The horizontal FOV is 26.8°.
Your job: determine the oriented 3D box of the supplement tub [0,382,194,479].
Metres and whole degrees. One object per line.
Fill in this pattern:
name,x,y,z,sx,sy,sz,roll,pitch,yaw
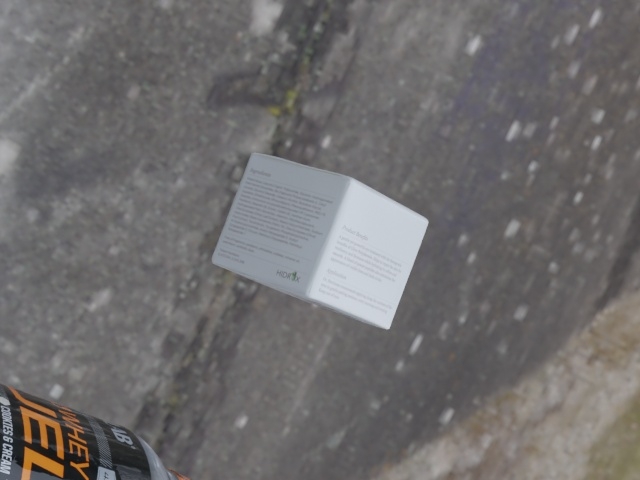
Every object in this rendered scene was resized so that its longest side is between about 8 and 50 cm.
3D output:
supplement tub,-0.242,0.198,0.950,0.316,0.193,0.193,26,92,-34

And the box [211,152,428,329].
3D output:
box,0.000,0.000,0.947,0.101,0.102,0.087,25,85,-50
